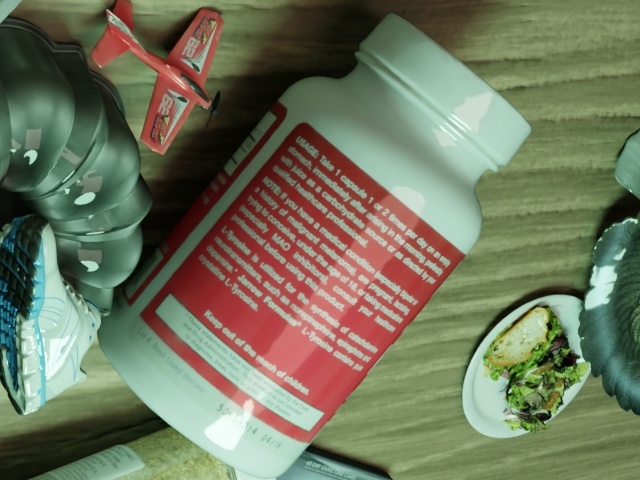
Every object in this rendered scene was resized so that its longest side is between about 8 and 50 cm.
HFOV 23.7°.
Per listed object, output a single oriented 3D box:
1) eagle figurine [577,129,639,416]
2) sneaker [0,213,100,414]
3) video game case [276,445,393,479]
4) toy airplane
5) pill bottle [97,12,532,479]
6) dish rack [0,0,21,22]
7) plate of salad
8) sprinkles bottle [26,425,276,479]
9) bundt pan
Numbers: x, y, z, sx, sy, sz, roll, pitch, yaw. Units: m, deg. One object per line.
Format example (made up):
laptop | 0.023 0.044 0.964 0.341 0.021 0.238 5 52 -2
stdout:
eagle figurine | 0.418 0.039 1.719 0.225 0.226 0.298 -53 151 -33
sneaker | -0.221 0.053 1.253 0.083 0.071 0.191 -19 135 -31
video game case | -0.058 0.358 1.740 0.196 0.026 0.274 25 103 -41
toy airplane | -0.142 -0.152 1.334 0.151 0.028 0.151 4 84 -44
pill bottle | 0.000 0.000 1.415 0.408 0.229 0.229 -50 132 4
dish rack | -0.323 -0.271 1.066 0.286 0.072 0.333 -61 147 -43
plate of salad | 0.256 0.156 1.806 0.199 0.048 0.200 -17 126 -25
sprinkles bottle | -0.218 0.268 1.485 0.355 0.121 0.121 -18 127 -32
bundt pan | -0.287 -0.017 1.287 0.330 0.124 0.331 -16 125 -25
